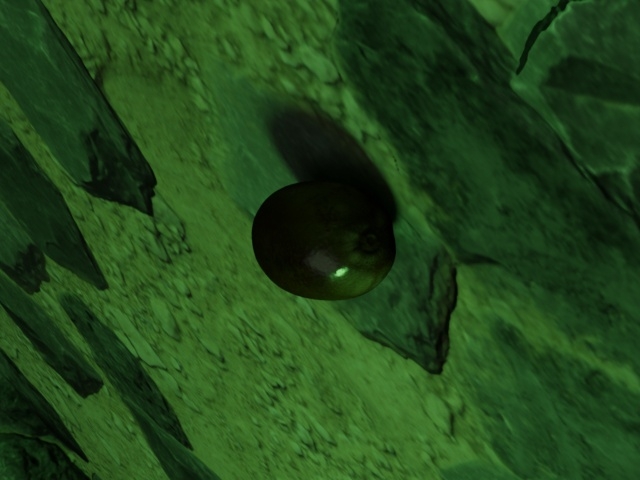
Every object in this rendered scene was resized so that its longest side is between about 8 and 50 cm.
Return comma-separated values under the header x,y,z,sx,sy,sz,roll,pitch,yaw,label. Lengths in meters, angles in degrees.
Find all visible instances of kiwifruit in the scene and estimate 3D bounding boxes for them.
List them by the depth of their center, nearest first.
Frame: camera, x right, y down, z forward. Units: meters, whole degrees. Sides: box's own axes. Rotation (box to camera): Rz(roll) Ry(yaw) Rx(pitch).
x,y,z,sx,sy,sz,roll,pitch,yaw,label
0.000,0.000,0.979,0.075,0.075,0.124,57,163,-17,kiwifruit
